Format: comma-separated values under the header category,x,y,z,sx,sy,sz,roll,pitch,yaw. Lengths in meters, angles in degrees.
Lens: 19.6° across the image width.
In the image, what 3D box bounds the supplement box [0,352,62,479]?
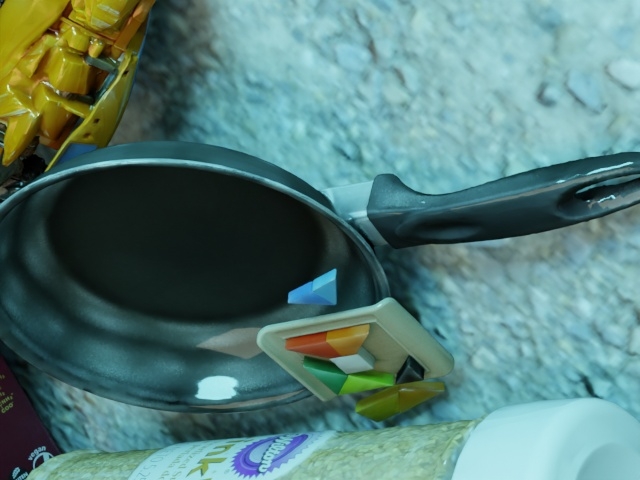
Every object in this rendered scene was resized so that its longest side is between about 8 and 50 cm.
category,x,y,z,sx,sy,sz,roll,pitch,yaw
supplement box,-0.251,0.074,1.027,0.073,0.130,0.239,-3,120,60

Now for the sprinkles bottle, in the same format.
category,x,y,z,sx,sy,sz,roll,pitch,yaw
sprinkles bottle,-0.004,0.152,0.913,0.355,0.121,0.121,-11,112,40

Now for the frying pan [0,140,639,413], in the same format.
category,x,y,z,sx,sy,sz,roll,pitch,yaw
frying pan,-0.025,-0.011,0.829,0.197,0.053,0.326,28,136,-27

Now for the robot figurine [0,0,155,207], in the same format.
category,x,y,z,sx,sy,sz,roll,pitch,yaw
robot figurine,-0.196,-0.065,0.877,0.211,0.085,0.291,27,124,-15

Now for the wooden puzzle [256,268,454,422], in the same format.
category,x,y,z,sx,sy,sz,roll,pitch,yaw
wooden puzzle,0.017,0.054,0.867,0.078,0.014,0.116,-22,138,32
